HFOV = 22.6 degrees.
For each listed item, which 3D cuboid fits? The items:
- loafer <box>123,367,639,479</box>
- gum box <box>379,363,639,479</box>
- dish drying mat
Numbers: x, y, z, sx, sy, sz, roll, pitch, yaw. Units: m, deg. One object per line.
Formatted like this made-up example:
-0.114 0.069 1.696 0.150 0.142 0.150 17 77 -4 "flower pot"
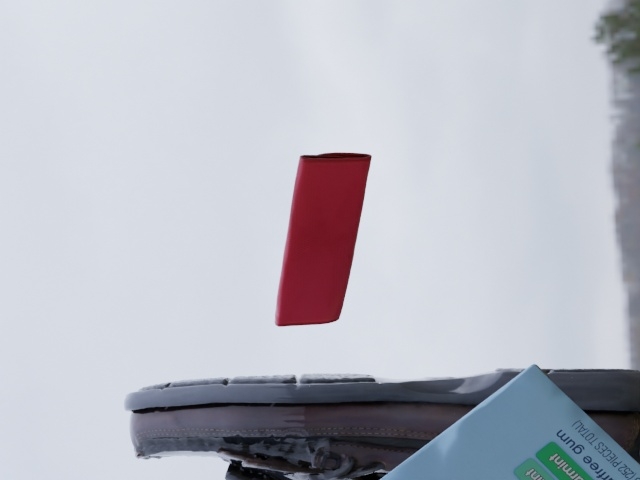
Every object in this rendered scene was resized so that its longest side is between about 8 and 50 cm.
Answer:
0.039 0.121 0.894 0.109 0.302 0.095 50 -142 -82 "loafer"
0.068 0.158 0.624 0.184 0.157 0.041 -34 -31 -20 "gum box"
0.000 0.000 0.678 0.008 0.032 0.083 -117 31 -54 "dish drying mat"
